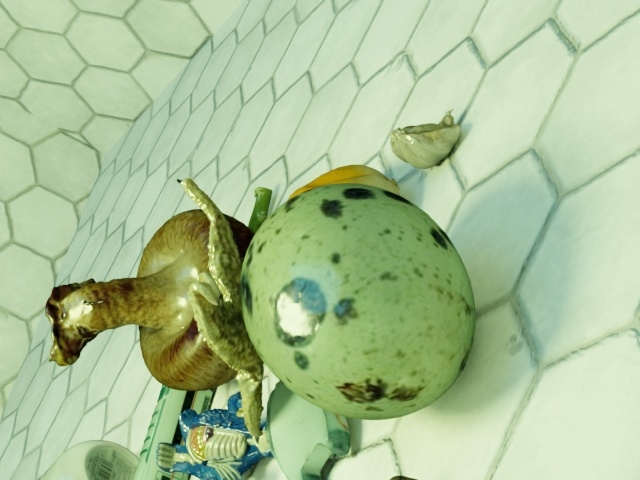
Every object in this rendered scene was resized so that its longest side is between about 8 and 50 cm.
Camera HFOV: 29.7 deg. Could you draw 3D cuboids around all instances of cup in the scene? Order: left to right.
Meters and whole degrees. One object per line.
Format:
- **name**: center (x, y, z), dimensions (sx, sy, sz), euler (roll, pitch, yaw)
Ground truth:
- **cup**: center (-0.465, 0.527, 2.277), dimensions (0.317, 0.212, 0.212), euler (-49, 24, 29)

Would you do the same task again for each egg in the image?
- **egg**: center (0.046, 0.077, 1.541), dimensions (0.287, 0.288, 0.379), euler (-58, 20, 9)

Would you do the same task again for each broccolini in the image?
- **broccolini**: center (-0.187, 0.059, 2.421), dimensions (0.079, 0.074, 0.392), euler (-19, 47, 51)

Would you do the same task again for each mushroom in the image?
- **mushroom**: center (-0.267, 0.086, 2.170), dimensions (0.334, 0.356, 0.331), euler (-41, 27, 38)

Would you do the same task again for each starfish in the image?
- **starfish**: center (-0.128, 0.087, 1.745), dimensions (0.083, 0.432, 0.324), euler (-13, 50, 4)

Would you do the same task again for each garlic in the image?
- **garlic**: center (0.163, -0.151, 1.867), dimensions (0.113, 0.094, 0.074), euler (-32, 76, 44)

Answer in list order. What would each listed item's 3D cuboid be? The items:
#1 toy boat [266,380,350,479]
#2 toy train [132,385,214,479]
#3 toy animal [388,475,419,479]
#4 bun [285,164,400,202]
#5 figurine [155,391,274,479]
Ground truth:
- **toy boat**: center (-0.010, 0.276, 1.754), dimensions (0.134, 0.079, 0.207), euler (-63, 30, 17)
- **toy train**: center (-0.289, 0.423, 2.176), dimensions (0.086, 0.088, 0.407), euler (-35, 33, 49)
- **toy animal**: center (0.055, 0.374, 1.443), dimensions (0.214, 0.094, 0.186), euler (-55, 25, -4)
- **bun**: center (0.000, 0.000, 1.932), dimensions (0.299, 0.165, 0.299), euler (-47, 26, 31)
- **figurine**: center (-0.140, 0.327, 1.931), dimensions (0.262, 0.121, 0.164), euler (-2, 48, 52)
